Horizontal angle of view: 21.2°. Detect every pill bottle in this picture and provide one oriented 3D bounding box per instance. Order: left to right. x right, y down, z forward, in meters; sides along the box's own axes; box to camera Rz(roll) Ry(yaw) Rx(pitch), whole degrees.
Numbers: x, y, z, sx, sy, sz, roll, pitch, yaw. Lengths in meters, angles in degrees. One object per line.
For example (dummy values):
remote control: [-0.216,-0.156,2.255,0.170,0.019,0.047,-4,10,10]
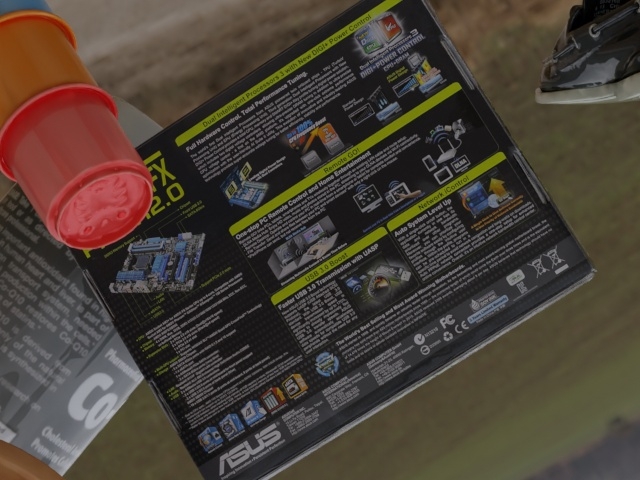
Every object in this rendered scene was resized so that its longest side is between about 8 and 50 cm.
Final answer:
pill bottle: [-0.187,0.048,1.223,0.283,0.161,0.161,-50,171,-6]

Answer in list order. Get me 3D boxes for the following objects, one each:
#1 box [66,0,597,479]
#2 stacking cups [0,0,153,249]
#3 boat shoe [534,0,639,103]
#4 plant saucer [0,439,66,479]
box: [0.000,0.000,1.048,0.270,0.216,0.060,-33,172,7]
stacking cups: [-0.194,-0.127,0.995,0.096,0.316,0.096,-23,143,-19]
boat shoe: [0.278,-0.184,1.567,0.127,0.113,0.340,-6,-177,-6]
plant saucer: [-0.201,0.193,0.895,0.200,0.200,0.037,-32,-168,18]
